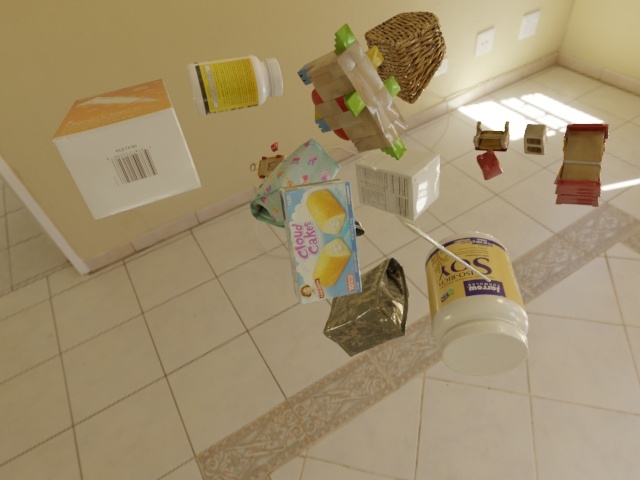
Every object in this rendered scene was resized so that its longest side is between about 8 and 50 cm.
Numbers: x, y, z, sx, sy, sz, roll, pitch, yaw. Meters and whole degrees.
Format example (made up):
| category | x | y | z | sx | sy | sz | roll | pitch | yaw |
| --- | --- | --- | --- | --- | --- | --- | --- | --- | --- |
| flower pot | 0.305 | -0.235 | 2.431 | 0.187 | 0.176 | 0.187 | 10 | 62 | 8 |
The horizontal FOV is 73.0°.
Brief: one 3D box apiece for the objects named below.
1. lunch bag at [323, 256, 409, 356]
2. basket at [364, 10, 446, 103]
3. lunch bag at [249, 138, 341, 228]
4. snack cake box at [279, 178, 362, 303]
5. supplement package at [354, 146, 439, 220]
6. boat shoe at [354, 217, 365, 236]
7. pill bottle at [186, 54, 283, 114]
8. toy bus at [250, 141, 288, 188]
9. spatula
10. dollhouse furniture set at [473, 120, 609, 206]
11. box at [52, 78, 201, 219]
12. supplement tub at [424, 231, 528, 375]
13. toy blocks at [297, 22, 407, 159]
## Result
| category | x | y | z | sx | sy | sz | roll | pitch | yaw |
| --- | --- | --- | --- | --- | --- | --- | --- | --- | --- |
| lunch bag | 0.161 | 0.204 | 1.427 | 0.235 | 0.169 | 0.287 | -33 | 24 | 35 |
| basket | 0.324 | -0.664 | 1.546 | 0.213 | 0.223 | 0.299 | -29 | 35 | 1 |
| lunch bag | -0.094 | -0.164 | 1.355 | 0.262 | 0.160 | 0.223 | -14 | 40 | 56 |
| snack cake box | 0.000 | 0.000 | 1.006 | 0.152 | 0.265 | 0.089 | -11 | 16 | -11 |
| supplement package | 0.305 | -0.240 | 1.713 | 0.262 | 0.198 | 0.199 | 23 | 49 | 37 |
| boat shoe | 0.075 | -0.047 | 1.594 | 0.219 | 0.078 | 0.070 | -3 | 42 | -37 |
| pill bottle | -0.321 | -0.597 | 1.647 | 0.333 | 0.188 | 0.188 | -14 | 46 | -12 |
| toy bus | -0.195 | -0.315 | 1.918 | 0.104 | 0.191 | 0.202 | 12 | 40 | -46 |
| spatula | 0.279 | 0.013 | 1.007 | 0.019 | 0.242 | 0.168 | -57 | 22 | 6 |
| dollhouse furniture set | 0.661 | -0.239 | 1.333 | 0.374 | 0.152 | 0.201 | 10 | 76 | 30 |
| box | -0.408 | -0.217 | 0.941 | 0.215 | 0.168 | 0.345 | -20 | 33 | -13 |
| supplement tub | 0.415 | 0.166 | 1.171 | 0.240 | 0.241 | 0.331 | -1 | 44 | 8 |
| toy blocks | 0.074 | -0.406 | 1.291 | 0.261 | 0.381 | 0.191 | 5 | 51 | 54 |
